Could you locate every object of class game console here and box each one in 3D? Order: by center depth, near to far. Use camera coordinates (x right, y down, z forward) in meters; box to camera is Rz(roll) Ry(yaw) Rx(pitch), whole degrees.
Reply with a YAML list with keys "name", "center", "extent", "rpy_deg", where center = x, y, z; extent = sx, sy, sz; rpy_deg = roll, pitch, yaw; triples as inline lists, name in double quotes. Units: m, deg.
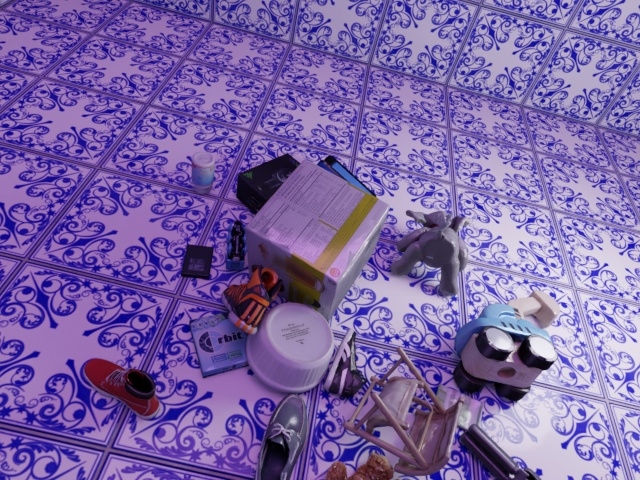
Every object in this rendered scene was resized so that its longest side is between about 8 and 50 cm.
- name: "game console"
  center: [0.124, -0.245, 1.975]
  extent: [0.293, 0.250, 0.173]
  rpy_deg: [41, 74, -4]

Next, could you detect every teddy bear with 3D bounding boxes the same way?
- name: "teddy bear"
  center: [0.090, 0.678, 1.213]
  extent: [0.245, 0.113, 0.338]
  rpy_deg: [42, 43, 13]

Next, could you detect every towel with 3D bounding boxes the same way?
- name: "towel"
  center: [0.431, 0.524, 1.494]
  extent: [0.152, 0.023, 0.113]
  rpy_deg: [24, 45, 7]

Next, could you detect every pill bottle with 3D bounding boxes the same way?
- name: "pill bottle"
  center: [-0.462, -0.262, 1.880]
  extent: [0.087, 0.160, 0.087]
  rpy_deg: [8, 46, -9]

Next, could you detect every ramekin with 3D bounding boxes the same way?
- name: "ramekin"
  center: [-0.082, 0.310, 1.447]
  extent: [0.273, 0.127, 0.272]
  rpy_deg: [15, 42, -14]

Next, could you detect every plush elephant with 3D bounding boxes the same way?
- name: "plush elephant"
  center: [0.441, -0.004, 1.841]
  extent: [0.272, 0.329, 0.255]
  rpy_deg: [16, 27, 9]

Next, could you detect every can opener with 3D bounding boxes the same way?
- name: "can opener"
  center: [0.539, 0.654, 1.386]
  extent: [0.283, 0.076, 0.095]
  rpy_deg: [44, 19, 25]

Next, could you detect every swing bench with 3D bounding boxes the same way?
- name: "swing bench"
  center: [0.242, 0.484, 1.333]
  extent: [0.255, 0.165, 0.253]
  rpy_deg: [39, 29, 9]

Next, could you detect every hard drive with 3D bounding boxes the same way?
- name: "hard drive"
  center: [-0.429, 0.072, 1.673]
  extent: [0.094, 0.022, 0.135]
  rpy_deg: [7, 47, -9]

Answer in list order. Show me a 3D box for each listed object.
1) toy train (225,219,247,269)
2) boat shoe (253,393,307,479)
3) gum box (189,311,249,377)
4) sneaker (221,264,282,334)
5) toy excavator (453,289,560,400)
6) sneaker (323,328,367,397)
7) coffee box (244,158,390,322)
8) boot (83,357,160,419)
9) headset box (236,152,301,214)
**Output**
- name: "toy train"
  center: [-0.301, 0.015, 1.706]
  extent: [0.080, 0.105, 0.184]
  rpy_deg: [6, 47, -15]
- name: "boat shoe"
  center: [-0.100, 0.544, 1.271]
  extent: [0.116, 0.099, 0.319]
  rpy_deg: [19, 46, 3]
- name: "gum box"
  center: [-0.305, 0.313, 1.470]
  extent: [0.157, 0.041, 0.184]
  rpy_deg: [-9, 51, -24]
- name: "sneaker"
  center: [-0.201, 0.159, 1.468]
  extent: [0.125, 0.180, 0.321]
  rpy_deg: [36, -2, -22]
- name: "toy excavator"
  center: [0.665, 0.307, 1.654]
  extent: [0.433, 0.222, 0.445]
  rpy_deg: [13, 37, -5]
- name: "sneaker"
  center: [0.100, 0.391, 1.494]
  extent: [0.121, 0.079, 0.216]
  rpy_deg: [25, 54, 4]
- name: "coffee box"
  center: [-0.019, 0.007, 1.591]
  extent: [0.335, 0.337, 0.338]
  rpy_deg: [30, 61, 12]
- name: "boot"
  center: [-0.533, 0.360, 1.269]
  extent: [0.244, 0.176, 0.088]
  rpy_deg: [28, 48, 12]
- name: "headset box"
  center: [-0.168, -0.196, 1.923]
  extent: [0.283, 0.131, 0.246]
  rpy_deg: [-30, 61, -35]
